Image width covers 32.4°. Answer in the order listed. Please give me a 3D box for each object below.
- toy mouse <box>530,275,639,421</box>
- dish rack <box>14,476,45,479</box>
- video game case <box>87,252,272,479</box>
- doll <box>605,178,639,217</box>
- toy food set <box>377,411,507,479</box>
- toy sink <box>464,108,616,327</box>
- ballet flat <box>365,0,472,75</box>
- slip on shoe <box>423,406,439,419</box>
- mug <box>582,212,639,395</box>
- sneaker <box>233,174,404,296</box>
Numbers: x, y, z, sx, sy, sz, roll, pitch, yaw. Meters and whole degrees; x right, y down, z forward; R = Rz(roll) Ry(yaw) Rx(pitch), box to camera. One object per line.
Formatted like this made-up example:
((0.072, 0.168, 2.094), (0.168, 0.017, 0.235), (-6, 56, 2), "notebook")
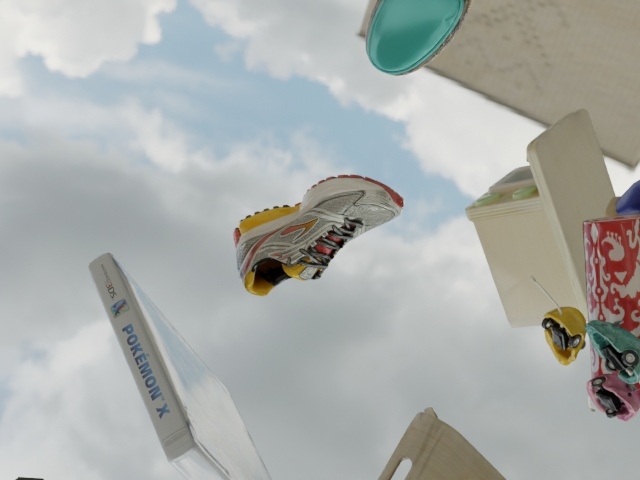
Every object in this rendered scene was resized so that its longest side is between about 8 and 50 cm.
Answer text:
((0.254, 0.109, 0.950), (0.031, 0.161, 0.143), (-35, -140, -18), "toy mouse")
((-0.131, 0.256, 0.777), (0.271, 0.074, 0.208), (8, -161, -9), "dish rack")
((-0.131, 0.203, 1.244), (0.036, 0.329, 0.300), (-33, -133, -1), "video game case")
((0.353, -0.056, 1.048), (0.046, 0.189, 0.129), (-34, -94, -38), "doll")
((0.186, 0.431, 1.660), (0.092, 0.306, 0.219), (6, -123, 53), "toy food set")
((0.286, -0.028, 1.404), (0.131, 0.234, 0.153), (-10, -162, 42), "toy sink")
((0.152, -0.331, 1.301), (0.107, 0.316, 0.106), (32, -138, 0), "ballet flat")
((0.233, 0.374, 2.074), (0.041, 0.135, 0.051), (-21, 179, -13), "slip on shoe")
((0.316, 0.058, 1.066), (0.113, 0.169, 0.150), (-6, -177, 38), "mug")
((0.000, 0.000, 1.229), (0.088, 0.225, 0.092), (31, -135, -41), "sneaker")
